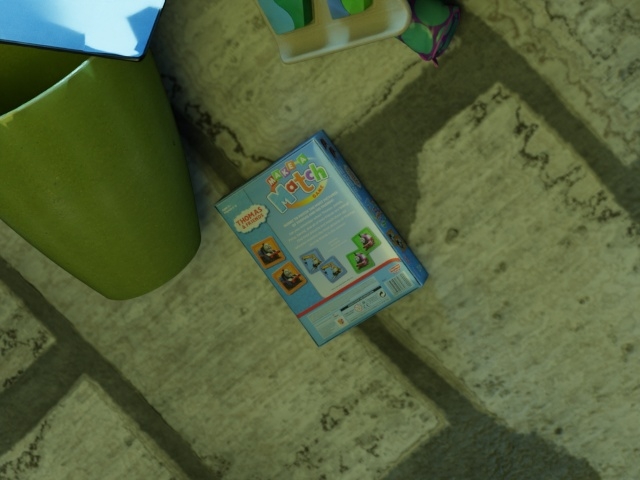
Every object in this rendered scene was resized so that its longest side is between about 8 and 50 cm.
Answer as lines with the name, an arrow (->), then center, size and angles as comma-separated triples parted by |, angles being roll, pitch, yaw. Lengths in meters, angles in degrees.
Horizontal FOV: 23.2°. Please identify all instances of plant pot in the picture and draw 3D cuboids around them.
plant pot -> -0.263, -0.086, 1.767 | 0.275, 0.274, 0.293 | -16, 122, 24

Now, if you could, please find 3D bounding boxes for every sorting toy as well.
sorting toy -> -0.020, -0.289, 1.613 | 0.193, 0.038, 0.208 | -9, 114, 45

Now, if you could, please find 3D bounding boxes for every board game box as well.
board game box -> 0.000, 0.000, 1.812 | 0.160, 0.039, 0.211 | -32, 99, 27

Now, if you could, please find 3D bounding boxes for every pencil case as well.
pencil case -> 0.071, -0.247, 1.668 | 0.152, 0.064, 0.070 | 25, 102, 8

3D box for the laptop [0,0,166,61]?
laptop -> -0.321, -0.440, 1.621 | 0.382, 0.236, 0.407 | 10, 121, 14
